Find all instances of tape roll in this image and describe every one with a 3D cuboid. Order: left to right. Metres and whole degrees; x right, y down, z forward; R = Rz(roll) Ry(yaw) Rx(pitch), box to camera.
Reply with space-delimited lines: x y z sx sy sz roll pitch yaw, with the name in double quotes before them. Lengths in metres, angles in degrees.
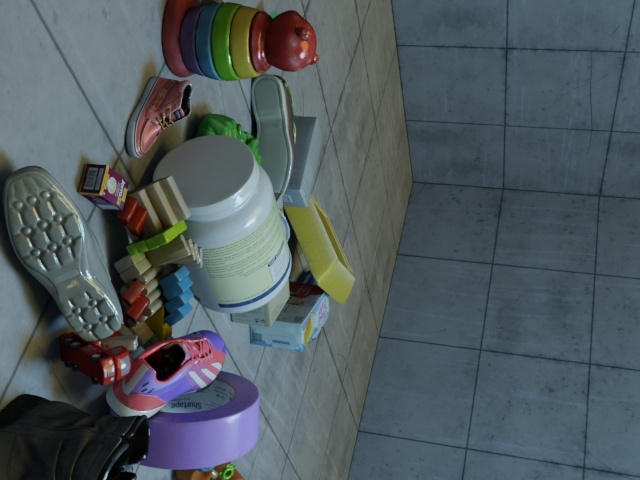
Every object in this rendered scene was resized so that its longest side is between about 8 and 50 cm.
"tape roll" -0.252 0.325 1.490 0.275 0.275 0.090 -30 123 -71

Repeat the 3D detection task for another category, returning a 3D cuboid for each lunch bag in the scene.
"lunch bag" -0.033 0.202 2.566 0.219 0.090 0.176 -56 149 -60

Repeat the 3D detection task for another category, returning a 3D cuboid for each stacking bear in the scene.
"stacking bear" -0.147 -0.395 1.579 0.175 0.289 0.164 69 30 -58

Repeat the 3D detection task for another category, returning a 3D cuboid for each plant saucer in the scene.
"plant saucer" 0.000 0.000 2.333 0.332 0.081 0.333 66 6 20

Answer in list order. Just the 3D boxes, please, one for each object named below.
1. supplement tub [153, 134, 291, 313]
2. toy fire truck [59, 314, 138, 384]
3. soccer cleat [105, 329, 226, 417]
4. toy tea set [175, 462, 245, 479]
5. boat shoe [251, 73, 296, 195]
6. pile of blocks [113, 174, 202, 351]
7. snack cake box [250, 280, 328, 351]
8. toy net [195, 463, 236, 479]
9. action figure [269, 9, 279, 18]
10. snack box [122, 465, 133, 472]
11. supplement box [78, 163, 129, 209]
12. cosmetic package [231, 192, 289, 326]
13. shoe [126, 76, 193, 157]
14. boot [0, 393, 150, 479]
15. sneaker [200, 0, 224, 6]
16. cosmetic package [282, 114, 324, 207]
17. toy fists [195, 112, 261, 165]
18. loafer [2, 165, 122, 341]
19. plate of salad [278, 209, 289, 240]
"supplement tub" -0.198 -0.029 1.630 0.324 0.236 0.235 78 24 -48
"toy fire truck" -0.355 0.175 1.328 0.135 0.192 0.047 -16 112 -43
"soccer cleat" -0.248 0.217 1.431 0.116 0.109 0.318 -53 167 25
"toy tea set" -0.272 0.501 1.857 0.200 0.124 0.335 -14 116 -42
"boat shoe" -0.116 -0.265 2.070 0.097 0.117 0.324 -29 117 -68
"pile of blocks" -0.303 0.068 1.453 0.112 0.149 0.361 -51 144 -64
"snack cake box" -0.084 0.210 2.275 0.264 0.152 0.089 -50 143 -63
"toy net" -0.291 0.551 1.734 0.232 0.045 0.122 -47 135 -19
"action figure" -0.154 -0.477 1.946 0.232 0.064 0.137 -60 154 -64
"snack box" -0.392 0.505 1.369 0.174 0.070 0.207 -48 150 -56
"supplement box" -0.368 -0.090 1.360 0.083 0.043 0.054 51 45 -69
"cosmetic package" -0.161 0.045 2.019 0.160 0.113 0.309 -59 152 -56
"shoe" -0.297 -0.231 1.491 0.063 0.081 0.177 69 31 -58
"boot" -0.390 0.326 1.096 0.338 0.223 0.118 -58 150 -58
"sneaker" -0.222 -0.479 1.740 0.188 0.066 0.071 74 10 -65
"cosmetic package" -0.078 -0.220 2.194 0.107 0.127 0.237 66 35 -60
"toy fists" -0.206 -0.196 1.805 0.279 0.096 0.142 31 64 -71
"loafer" -0.396 0.017 1.226 0.111 0.112 0.319 -124 -162 -51
"plate of salad" -0.159 -0.053 1.824 0.199 0.200 0.048 79 29 -46
